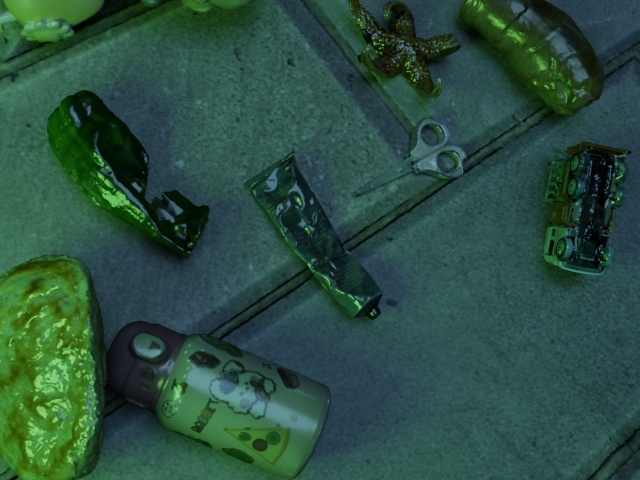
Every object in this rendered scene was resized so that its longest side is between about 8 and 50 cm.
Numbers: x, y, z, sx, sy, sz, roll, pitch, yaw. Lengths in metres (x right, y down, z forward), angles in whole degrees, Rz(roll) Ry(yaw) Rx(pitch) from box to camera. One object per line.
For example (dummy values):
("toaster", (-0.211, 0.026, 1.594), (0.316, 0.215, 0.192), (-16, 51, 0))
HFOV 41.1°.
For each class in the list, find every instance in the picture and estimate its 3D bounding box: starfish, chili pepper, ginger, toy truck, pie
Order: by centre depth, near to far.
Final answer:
("pie", (-0.298, 0.138, 0.924), (0.090, 0.201, 0.248), (11, 68, -56))
("chili pepper", (-0.242, -0.078, 1.059), (0.253, 0.083, 0.099), (45, 55, 0))
("toy truck", (0.364, -0.044, 1.206), (0.080, 0.115, 0.177), (11, 90, -12))
("starfish", (0.108, -0.287, 1.240), (0.190, 0.074, 0.146), (34, 63, -2))
("ginger", (0.326, -0.304, 1.296), (0.263, 0.116, 0.109), (44, 24, 9))

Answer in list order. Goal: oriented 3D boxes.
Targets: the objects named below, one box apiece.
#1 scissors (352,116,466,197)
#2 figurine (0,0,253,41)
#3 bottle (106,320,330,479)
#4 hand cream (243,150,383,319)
("scissors", (0.121, -0.105, 1.208), (0.189, 0.015, 0.100), (-29, 82, -23))
("figurine", (-0.247, -0.380, 1.091), (0.394, 0.274, 0.226), (-22, 73, -4))
("bottle", (-0.123, 0.173, 0.973), (0.253, 0.120, 0.120), (24, 65, -7))
("hand cream", (0.000, 0.000, 1.112), (0.075, 0.052, 0.248), (-31, 80, -25))
